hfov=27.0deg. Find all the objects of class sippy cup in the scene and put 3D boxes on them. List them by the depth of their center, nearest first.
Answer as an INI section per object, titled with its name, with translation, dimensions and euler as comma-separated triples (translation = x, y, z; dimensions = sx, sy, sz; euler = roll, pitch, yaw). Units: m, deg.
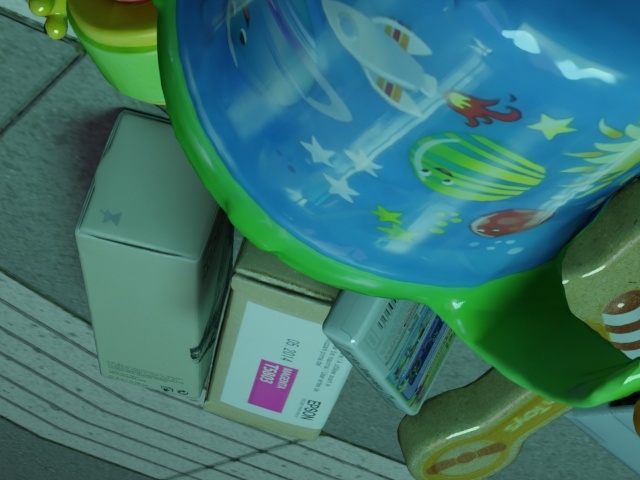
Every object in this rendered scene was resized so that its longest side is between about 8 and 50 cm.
[sippy cup]
translation = 0.069, -0.104, 0.519
dimensions = 0.305, 0.240, 0.224
euler = 38, 162, -8

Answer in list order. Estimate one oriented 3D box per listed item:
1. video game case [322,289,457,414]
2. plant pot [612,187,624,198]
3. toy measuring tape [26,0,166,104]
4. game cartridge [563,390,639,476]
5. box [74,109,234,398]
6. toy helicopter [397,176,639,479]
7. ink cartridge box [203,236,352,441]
[video game case]
translation = 0.077, -0.017, 0.733
dimensions = 0.023, 0.212, 0.193
euler = 25, 170, 19
[plant pot]
translation = 0.160, -0.024, 0.866
dimensions = 0.083, 0.083, 0.079
euler = 18, 141, -4
[toy measuring tape]
translation = -0.025, -0.129, 0.722
dimensions = 0.330, 0.121, 0.121
euler = 4, 150, 22
[game cartridge]
translation = 0.370, 0.157, 1.106
dimensions = 0.297, 0.062, 0.198
euler = -13, 137, 43
[box]
translation = -0.125, 0.022, 1.059
dimensions = 0.094, 0.113, 0.275
euler = 15, 154, 2
[toy helicopter]
translation = 0.194, 0.058, 0.840
dimensions = 0.235, 0.140, 0.355
euler = 19, 132, -39
[ink cartridge box]
translation = 0.000, 0.000, 0.860
dimensions = 0.088, 0.193, 0.235
euler = 18, 153, -1
